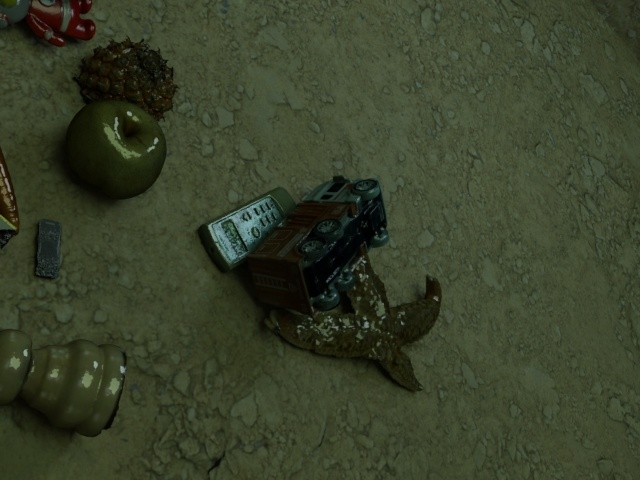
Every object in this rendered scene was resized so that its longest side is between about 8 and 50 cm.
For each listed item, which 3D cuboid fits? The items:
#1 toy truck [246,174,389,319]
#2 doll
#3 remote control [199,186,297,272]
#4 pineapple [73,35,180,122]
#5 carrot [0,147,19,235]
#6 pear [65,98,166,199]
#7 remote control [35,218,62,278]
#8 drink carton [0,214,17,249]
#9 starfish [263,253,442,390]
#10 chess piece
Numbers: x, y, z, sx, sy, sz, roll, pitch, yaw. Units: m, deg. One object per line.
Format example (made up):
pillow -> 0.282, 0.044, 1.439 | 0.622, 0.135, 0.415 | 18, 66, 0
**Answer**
toy truck -> 0.000, 0.000, 1.616 | 0.305, 0.162, 0.136 | -48, 135, -43
doll -> -0.495, -0.401, 1.447 | 0.245, 0.076, 0.142 | 7, 66, -45
remote control -> -0.125, -0.025, 1.635 | 0.233, 0.038, 0.098 | -31, 92, -45
pineapple -> -0.316, -0.286, 1.509 | 0.176, 0.137, 0.161 | 47, 46, -14
carrot -> -0.516, -0.136, 1.317 | 0.271, 0.062, 0.066 | 58, 11, -10
pear -> -0.339, -0.153, 1.429 | 0.167, 0.137, 0.167 | 21, 55, -33
remote control -> -0.427, 0.014, 1.355 | 0.039, 0.014, 0.096 | 13, 63, -38
drink carton -> -0.527, -0.045, 1.251 | 0.166, 0.071, 0.056 | 44, 50, -20
starfish -> 0.089, 0.124, 1.737 | 0.432, 0.082, 0.323 | 29, 57, -27
chess piece -> -0.415, 0.180, 1.207 | 0.261, 0.143, 0.142 | 22, 57, -28
